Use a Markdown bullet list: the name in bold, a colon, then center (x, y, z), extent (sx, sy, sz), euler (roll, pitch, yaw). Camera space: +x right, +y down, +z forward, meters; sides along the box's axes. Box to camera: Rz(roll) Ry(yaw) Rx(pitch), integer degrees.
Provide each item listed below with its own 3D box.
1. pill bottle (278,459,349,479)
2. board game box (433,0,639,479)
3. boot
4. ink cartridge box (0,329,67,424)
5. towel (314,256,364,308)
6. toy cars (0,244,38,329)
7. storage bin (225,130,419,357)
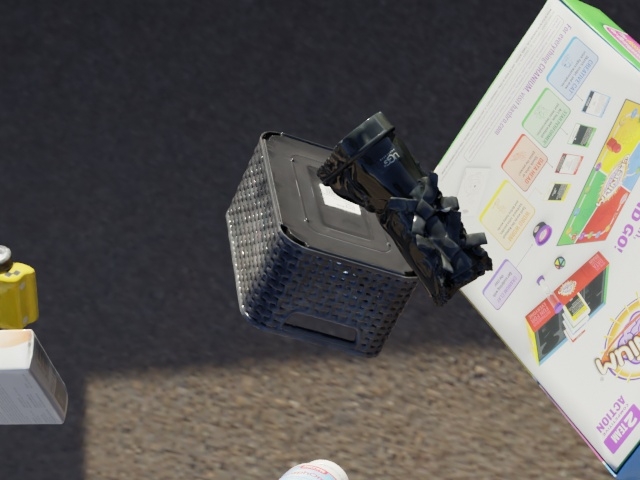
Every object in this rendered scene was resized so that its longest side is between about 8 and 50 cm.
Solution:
- **pill bottle**: center (-0.020, 0.306, 1.727), extent (0.087, 0.160, 0.087), euler (3, 102, 17)
- **board game box**: center (0.222, -0.008, 1.177), extent (0.242, 0.064, 0.316), euler (-57, 46, 23)
- **boot**: center (0.045, -0.013, 0.804), extent (0.045, 0.121, 0.099), euler (-36, 88, -7)
- **ink cartridge box**: center (-0.330, 0.125, 1.361), extent (0.179, 0.145, 0.045), euler (2, 64, 5)
- **towel**: center (0.025, 0.047, 1.913), extent (0.119, 0.067, 0.029), euler (40, 93, 5)
- **toy cars**: center (-0.485, -0.026, 1.702), extent (0.176, 0.393, 0.087), euler (-29, 16, 43)
- **storage bin**: center (0.000, 0.000, 1.223), extent (0.180, 0.122, 0.084), euler (-103, 34, -56)
